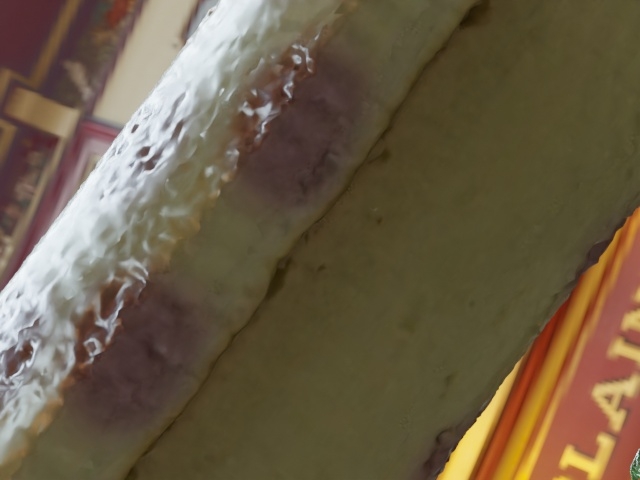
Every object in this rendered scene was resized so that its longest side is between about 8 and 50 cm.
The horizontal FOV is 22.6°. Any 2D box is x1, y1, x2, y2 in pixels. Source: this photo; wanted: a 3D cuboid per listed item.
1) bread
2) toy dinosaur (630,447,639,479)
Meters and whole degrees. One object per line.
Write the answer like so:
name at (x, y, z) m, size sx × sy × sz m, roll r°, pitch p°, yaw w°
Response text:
bread at (0.000, 0.000, 0.640) m, size 0.187 × 0.155 × 0.338 m, roll 35°, pitch -85°, yaw -27°
toy dinosaur at (0.221, 0.168, 1.010) m, size 0.021 × 0.062 × 0.083 m, roll 1°, pitch -89°, yaw -45°
